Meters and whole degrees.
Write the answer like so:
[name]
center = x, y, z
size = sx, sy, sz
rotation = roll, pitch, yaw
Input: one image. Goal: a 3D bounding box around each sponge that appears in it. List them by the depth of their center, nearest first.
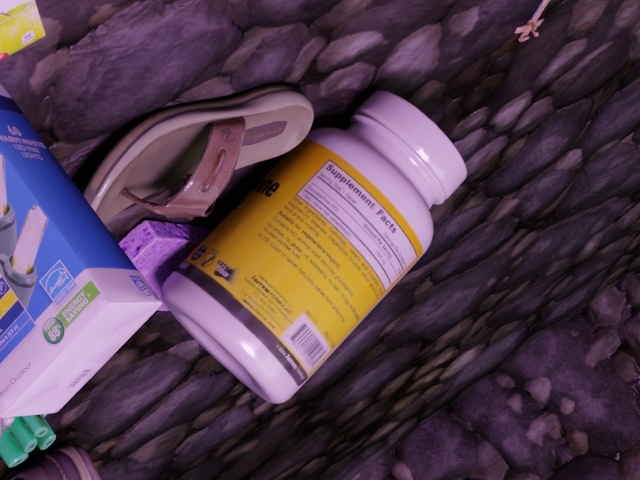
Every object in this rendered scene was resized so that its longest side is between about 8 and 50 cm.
[sponge]
center = -0.173, 0.030, 1.803
size = 0.117, 0.031, 0.210
rotation = -44, 159, 17

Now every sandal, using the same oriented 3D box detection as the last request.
[sandal]
center = -0.111, -0.076, 1.588
size = 0.302, 0.086, 0.120
rotation = -24, 156, -35

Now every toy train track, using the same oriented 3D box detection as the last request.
[toy train track]
center = 0.261, -0.265, 1.925
size = 0.048, 0.014, 0.083
rotation = -23, 155, -36

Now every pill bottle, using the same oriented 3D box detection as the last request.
[pill bottle]
center = 0.000, 0.000, 1.766
size = 0.334, 0.188, 0.188
rotation = -46, 162, -12

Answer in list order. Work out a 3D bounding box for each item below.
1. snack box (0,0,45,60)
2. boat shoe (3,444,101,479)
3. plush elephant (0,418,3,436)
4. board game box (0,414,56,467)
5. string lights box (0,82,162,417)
[snack box]
center = -0.291, -0.171, 1.088
size = 0.174, 0.070, 0.207
rotation = -33, 158, -12
[boat shoe]
center = -0.417, 0.400, 2.100
size = 0.130, 0.132, 0.355
rotation = 2, 129, -47
[plush elephant]
center = -0.426, 0.198, 1.415
size = 0.272, 0.330, 0.255
rotation = -28, -156, 39
[board game box]
center = -0.469, 0.236, 1.719
size = 0.390, 0.050, 0.390
rotation = -31, 159, -17
[string lights box]
center = -0.252, -0.006, 1.238
size = 0.133, 0.260, 0.076
rotation = -45, 160, 18
